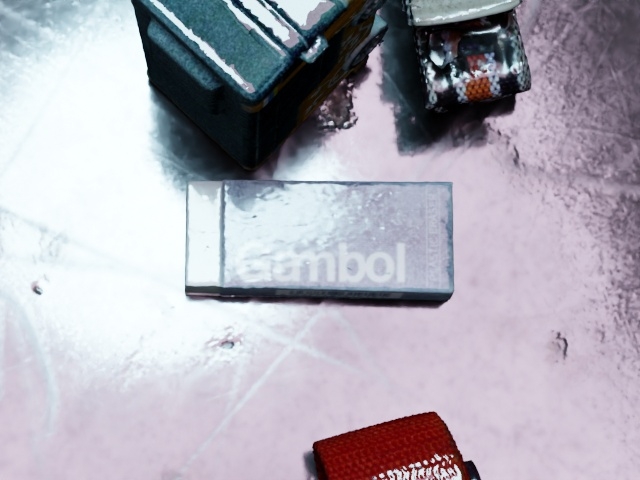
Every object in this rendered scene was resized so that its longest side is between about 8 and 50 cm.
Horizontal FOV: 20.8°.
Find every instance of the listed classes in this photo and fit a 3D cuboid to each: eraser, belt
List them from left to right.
[{"bbox_3d":[0.000,0.000,1.364,0.213,0.046,0.091,0,80,-4],"label":"eraser"},{"bbox_3d":[0.078,0.229,1.287,0.124,0.128,0.200,-16,80,-6],"label":"belt"},{"bbox_3d":[0.094,-0.274,1.392,0.094,0.126,0.359,-11,74,4],"label":"belt"}]

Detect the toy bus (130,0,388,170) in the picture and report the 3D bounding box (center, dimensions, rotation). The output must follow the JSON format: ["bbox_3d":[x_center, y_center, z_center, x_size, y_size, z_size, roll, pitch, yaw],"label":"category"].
[{"bbox_3d":[-0.045,-0.163,1.276,0.138,0.275,0.167,43,81,4],"label":"toy bus"}]
